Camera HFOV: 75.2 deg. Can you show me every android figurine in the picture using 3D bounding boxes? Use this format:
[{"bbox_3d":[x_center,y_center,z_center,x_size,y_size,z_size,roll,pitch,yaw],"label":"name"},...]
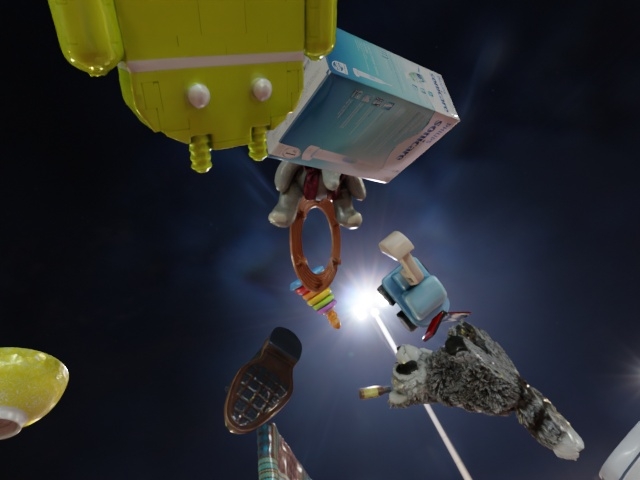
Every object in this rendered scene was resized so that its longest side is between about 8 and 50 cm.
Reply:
[{"bbox_3d":[-0.091,-0.195,0.356,0.248,0.056,0.272,-17,-57,-32],"label":"android figurine"}]

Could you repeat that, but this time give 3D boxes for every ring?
[{"bbox_3d":[0.000,0.000,1.345,0.032,0.336,0.336,-3,-30,29],"label":"ring"}]

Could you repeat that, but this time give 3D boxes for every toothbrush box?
[{"bbox_3d":[0.070,-0.235,0.776,0.296,0.126,0.216,7,-30,-32],"label":"toothbrush box"}]

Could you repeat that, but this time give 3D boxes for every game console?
[{"bbox_3d":[0.398,0.274,1.316,0.124,0.085,0.144,-59,-13,-19],"label":"game console"}]

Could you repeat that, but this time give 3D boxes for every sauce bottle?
[{"bbox_3d":[0.215,0.593,1.624,0.128,0.042,0.042,-3,-44,-14],"label":"sauce bottle"}]

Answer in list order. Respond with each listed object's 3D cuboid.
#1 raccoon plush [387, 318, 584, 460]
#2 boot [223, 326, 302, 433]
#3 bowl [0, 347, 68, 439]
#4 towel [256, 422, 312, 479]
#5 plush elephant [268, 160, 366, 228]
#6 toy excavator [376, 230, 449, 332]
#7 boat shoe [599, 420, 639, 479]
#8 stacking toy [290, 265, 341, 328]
[{"bbox_3d":[0.375,0.431,1.077,0.216,0.446,0.299,10,-55,-48],"label":"raccoon plush"},{"bbox_3d":[-0.095,0.222,0.605,0.106,0.082,0.219,-54,-3,21],"label":"boot"},{"bbox_3d":[-0.867,0.441,1.134,0.290,0.156,0.289,-10,-48,-12],"label":"bowl"},{"bbox_3d":[-0.019,0.470,0.544,0.040,0.370,0.271,-16,-49,1],"label":"towel"},{"bbox_3d":[0.021,-0.203,1.125,0.272,0.329,0.255,8,-13,-11],"label":"plush elephant"},{"bbox_3d":[0.372,0.163,1.657,0.222,0.433,0.445,-38,-1,-7],"label":"toy excavator"},{"bbox_3d":[0.480,0.243,0.532,0.095,0.084,0.258,25,-79,-36],"label":"boat shoe"},{"bbox_3d":[0.010,0.283,1.942,0.166,0.301,0.175,-33,-2,-23],"label":"stacking toy"}]
